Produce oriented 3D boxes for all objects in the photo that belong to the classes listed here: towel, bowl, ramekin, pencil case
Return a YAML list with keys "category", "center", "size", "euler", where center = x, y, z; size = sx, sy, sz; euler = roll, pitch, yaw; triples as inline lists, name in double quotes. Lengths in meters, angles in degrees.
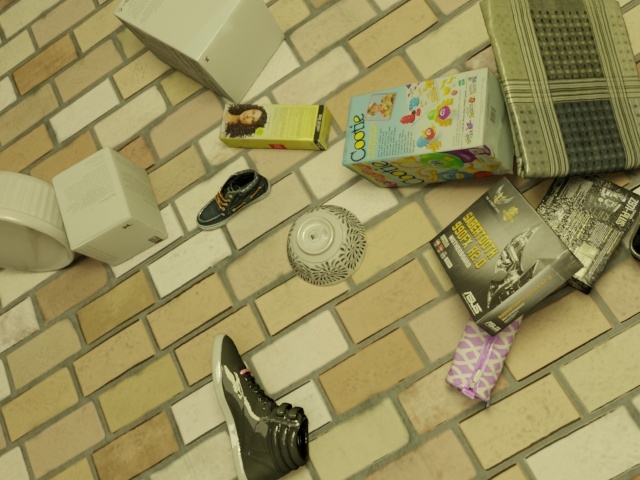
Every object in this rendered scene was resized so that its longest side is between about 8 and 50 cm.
- category: "towel"
  center: [0.429, -0.266, 1.057]
  size: [0.312, 0.056, 0.324]
  euler: [-7, 82, -21]
- category: "bowl"
  center: [0.000, 0.000, 1.205]
  size: [0.170, 0.080, 0.170]
  euler: [-4, 75, 16]
- category: "ramekin"
  center: [-0.664, -0.042, 1.334]
  size: [0.273, 0.273, 0.127]
  euler: [-6, 61, 16]
- category: "pencil case"
  center: [0.287, 0.177, 1.063]
  size: [0.086, 0.088, 0.206]
  euler: [20, 82, 19]

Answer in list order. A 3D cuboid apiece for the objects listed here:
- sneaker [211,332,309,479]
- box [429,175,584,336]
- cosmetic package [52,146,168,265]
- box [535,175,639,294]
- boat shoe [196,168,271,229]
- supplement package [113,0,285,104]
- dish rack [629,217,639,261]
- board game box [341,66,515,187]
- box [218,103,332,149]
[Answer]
- category: "sneaker"
  center: [-0.106, 0.303, 1.149]
  size: [0.147, 0.104, 0.295]
  euler: [-20, 77, 10]
- category: "box"
  center: [0.301, 0.021, 1.034]
  size: [0.183, 0.056, 0.231]
  euler: [-44, 33, 19]
- category: "cosmetic package"
  center: [-0.452, -0.070, 1.326]
  size: [0.151, 0.151, 0.183]
  euler: [-27, 68, 9]
- category: "box"
  center: [0.447, -0.022, 1.071]
  size: [0.147, 0.077, 0.180]
  euler: [31, 86, 23]
- category: "boat shoe"
  center: [-0.197, -0.090, 1.288]
  size: [0.183, 0.083, 0.065]
  euler: [-31, 69, 7]
- category: "supplement package"
  center: [-0.260, -0.472, 1.349]
  size: [0.263, 0.198, 0.199]
  euler: [33, 87, 23]
- category: "dish rack"
  center: [0.671, -0.009, 1.001]
  size: [0.271, 0.074, 0.208]
  euler: [27, 85, 22]
- category: "board game box"
  center: [0.197, -0.193, 1.117]
  size: [0.275, 0.142, 0.144]
  euler: [-2, 74, 38]
- category: "box"
  center: [-0.097, -0.243, 1.312]
  size: [0.232, 0.058, 0.087]
  euler: [4, 77, 18]
